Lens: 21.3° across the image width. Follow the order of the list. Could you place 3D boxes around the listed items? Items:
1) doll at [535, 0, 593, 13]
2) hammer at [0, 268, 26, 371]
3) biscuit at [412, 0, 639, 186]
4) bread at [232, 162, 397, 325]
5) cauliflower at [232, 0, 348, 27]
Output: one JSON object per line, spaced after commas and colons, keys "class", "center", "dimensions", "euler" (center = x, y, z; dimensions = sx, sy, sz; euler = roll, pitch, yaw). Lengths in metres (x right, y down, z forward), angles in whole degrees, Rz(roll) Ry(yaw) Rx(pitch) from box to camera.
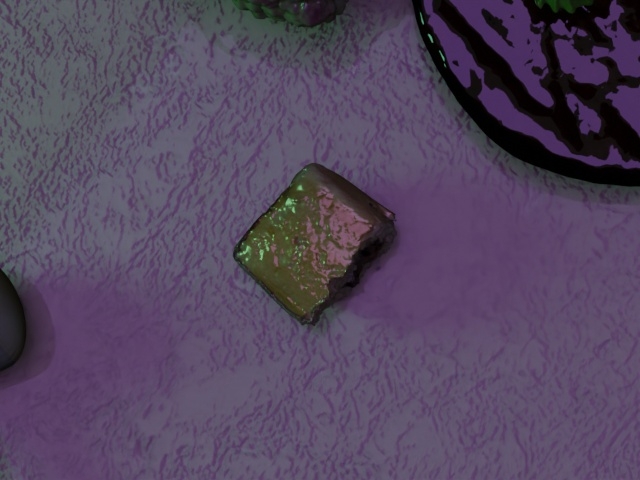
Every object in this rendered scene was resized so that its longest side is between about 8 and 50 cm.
{"class": "doll", "center": [0.209, -0.287, 1.455], "dimensions": [0.115, 0.050, 0.190], "euler": [6, 84, 11]}
{"class": "hammer", "center": [-0.334, 0.177, 1.486], "dimensions": [0.201, 0.113, 0.306], "euler": [-20, 75, 5]}
{"class": "biscuit", "center": [0.280, -0.244, 1.514], "dimensions": [0.407, 0.091, 0.408], "euler": [0, 81, 3]}
{"class": "bread", "center": [-0.001, 0.001, 1.510], "dimensions": [0.106, 0.082, 0.125], "euler": [42, 98, 19]}
{"class": "cauliflower", "center": [-0.037, -0.335, 1.487], "dimensions": [0.256, 0.239, 0.315], "euler": [39, 58, -6]}
